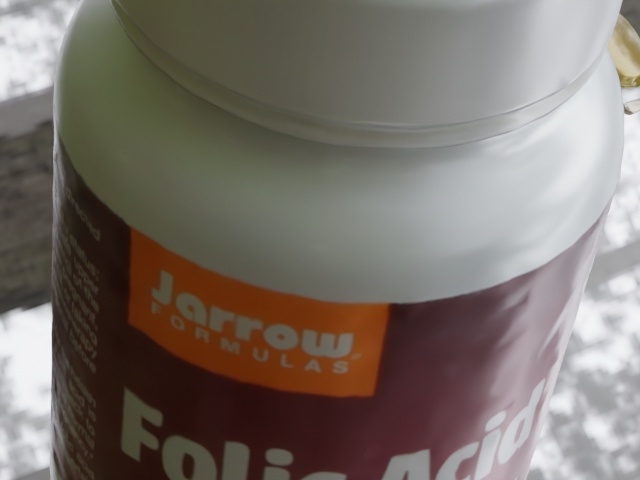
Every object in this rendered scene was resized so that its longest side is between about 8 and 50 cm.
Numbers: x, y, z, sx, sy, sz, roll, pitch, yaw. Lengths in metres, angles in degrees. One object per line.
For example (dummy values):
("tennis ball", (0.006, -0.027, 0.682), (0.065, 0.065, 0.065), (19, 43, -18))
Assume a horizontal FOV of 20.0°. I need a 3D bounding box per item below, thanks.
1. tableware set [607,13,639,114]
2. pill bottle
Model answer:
("tableware set", (0.121, -0.118, 0.828), (0.024, 0.104, 0.154), (-42, -106, 40))
("pill bottle", (0.000, 0.000, 0.751), (0.224, 0.224, 0.392), (54, -30, 36))
